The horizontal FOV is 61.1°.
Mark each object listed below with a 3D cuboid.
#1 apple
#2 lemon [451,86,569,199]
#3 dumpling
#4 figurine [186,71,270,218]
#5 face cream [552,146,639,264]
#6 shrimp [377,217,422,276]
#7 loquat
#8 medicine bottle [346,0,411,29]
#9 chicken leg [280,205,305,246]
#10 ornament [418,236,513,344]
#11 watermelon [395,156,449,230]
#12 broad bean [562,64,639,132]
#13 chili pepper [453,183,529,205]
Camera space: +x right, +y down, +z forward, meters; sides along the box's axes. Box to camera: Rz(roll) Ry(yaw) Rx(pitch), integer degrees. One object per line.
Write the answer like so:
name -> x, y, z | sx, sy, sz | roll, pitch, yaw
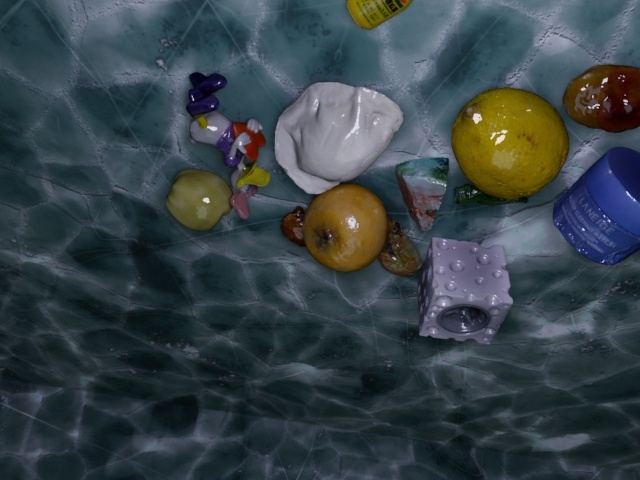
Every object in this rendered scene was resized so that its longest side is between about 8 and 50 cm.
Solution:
apple -> -0.360, -0.119, 1.627 | 0.200, 0.200, 0.200 | 4, 138, 4
lemon -> 0.453, -0.239, 1.316 | 0.310, 0.258, 0.258 | 28, 134, -27
dumpling -> 0.029, -0.276, 1.408 | 0.260, 0.181, 0.341 | 38, 153, -17
figurine -> -0.253, -0.252, 1.488 | 0.193, 0.154, 0.421 | -10, 134, 26
face cream -> 0.783, -0.084, 1.436 | 0.249, 0.249, 0.225 | 18, 138, -11
shrimp -> 0.247, 0.027, 1.787 | 0.145, 0.061, 0.267 | -1, 140, 24
loquat -> 0.072, -0.039, 1.598 | 0.263, 0.263, 0.263 | 4, 138, 4
medicine bottle -> 0.182, -0.550, 1.159 | 0.260, 0.064, 0.095 | -22, 130, 28
chicken leg -> 0.000, 0.000, 1.779 | 0.304, 0.093, 0.113 | 32, 121, -30
ornament -> 0.458, 0.165, 1.767 | 0.239, 0.240, 0.239 | 7, 139, 1
watermelon -> 0.300, -0.127, 1.600 | 0.154, 0.094, 0.241 | 4, 141, 16
broad bean -> 0.694, -0.333, 1.275 | 0.228, 0.122, 0.156 | 5, 140, -1
chili pepper -> 0.499, -0.137, 1.565 | 0.224, 0.061, 0.098 | -5, 150, 10
